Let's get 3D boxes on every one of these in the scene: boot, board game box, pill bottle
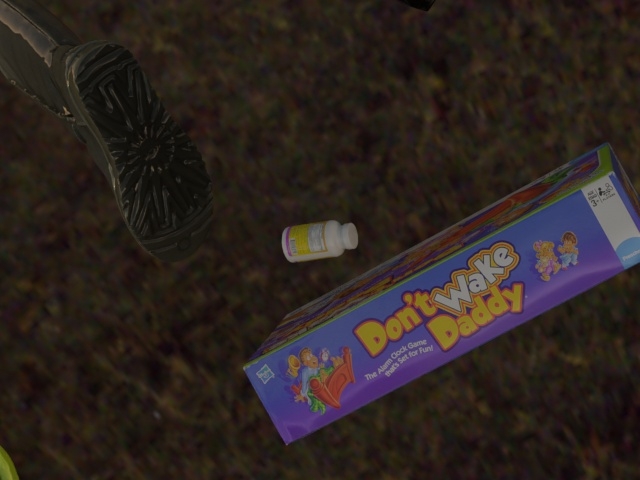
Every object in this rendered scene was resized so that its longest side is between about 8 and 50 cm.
[{"bbox_3d":[-0.170,-0.088,1.349,0.076,0.190,0.208,-30,25,-23],"label":"boot"},{"bbox_3d":[0.118,0.040,1.595,0.347,0.078,0.233,-29,4,11],"label":"board game box"},{"bbox_3d":[0.000,0.000,2.132,0.083,0.043,0.043,-8,52,23],"label":"pill bottle"}]

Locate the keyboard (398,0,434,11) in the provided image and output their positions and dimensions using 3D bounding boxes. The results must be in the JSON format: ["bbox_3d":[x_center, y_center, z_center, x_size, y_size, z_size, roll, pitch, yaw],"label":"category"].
[{"bbox_3d":[0.112,-0.279,1.531,0.038,0.100,0.192,26,80,51],"label":"keyboard"}]

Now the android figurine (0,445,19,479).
[{"bbox_3d":[-0.200,0.023,0.464,0.056,0.248,0.273,-65,20,-6],"label":"android figurine"}]
